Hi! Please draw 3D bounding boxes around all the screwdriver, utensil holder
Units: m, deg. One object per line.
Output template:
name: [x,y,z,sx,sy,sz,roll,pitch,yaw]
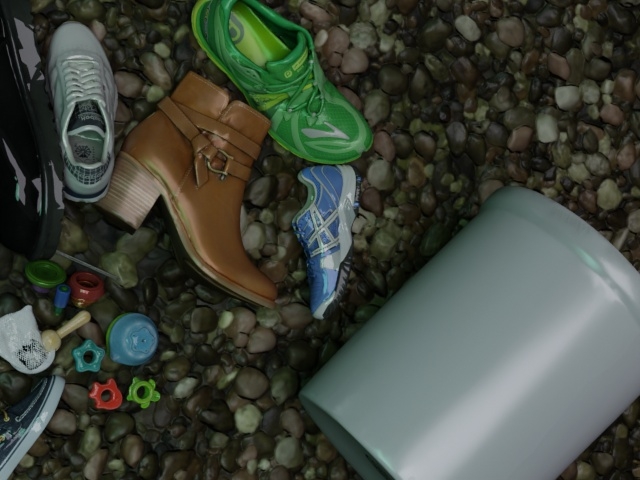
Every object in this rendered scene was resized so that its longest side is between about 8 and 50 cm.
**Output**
screwdriver: [-0.328,0.015,1.507,0.170,0.025,0.024,27,82,-28]
utensil holder: [0.209,0.175,1.553,0.385,0.327,0.328,-42,105,-11]

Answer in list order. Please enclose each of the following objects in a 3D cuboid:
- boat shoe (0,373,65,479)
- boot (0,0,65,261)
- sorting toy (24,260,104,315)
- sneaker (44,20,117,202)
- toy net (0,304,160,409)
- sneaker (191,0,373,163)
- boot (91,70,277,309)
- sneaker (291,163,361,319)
boat shoe: [-0.392,0.229,1.463,0.083,0.065,0.183,36,80,-17]
boot: [-0.451,-0.130,1.390,0.260,0.131,0.348,-10,87,-25]
sorting toy: [-0.322,0.063,1.495,0.102,0.061,0.042,15,121,-13]
sneaker: [-0.284,-0.168,1.447,0.090,0.095,0.235,-6,71,-14]
toy net: [-0.305,0.143,1.478,0.232,0.045,0.122,8,86,-31]
sneaker: [-0.046,-0.205,1.541,0.295,0.123,0.109,43,77,-17]
boot: [-0.125,-0.061,1.541,0.283,0.109,0.220,36,76,-10]
sneaker: [0.000,0.000,1.599,0.081,0.080,0.211,8,80,-14]
